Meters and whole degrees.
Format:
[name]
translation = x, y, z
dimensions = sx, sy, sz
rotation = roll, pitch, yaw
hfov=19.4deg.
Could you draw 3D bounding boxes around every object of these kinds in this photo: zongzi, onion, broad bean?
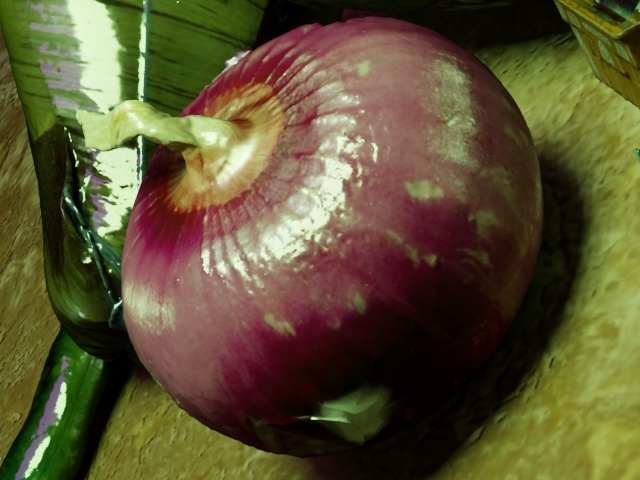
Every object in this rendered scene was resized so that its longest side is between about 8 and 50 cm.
[zongzi]
translation = -0.163, -0.101, 1.138
dimensions = 0.286, 0.300, 0.138
rotation = -66, 5, -18
[onion]
translation = 0.007, 0.007, 0.870
dimensions = 0.207, 0.200, 0.200
rotation = -20, 28, -2
[broad bean]
translation = -0.186, 0.124, 1.191
dimensions = 0.292, 0.049, 0.144
rotation = -61, 25, -11

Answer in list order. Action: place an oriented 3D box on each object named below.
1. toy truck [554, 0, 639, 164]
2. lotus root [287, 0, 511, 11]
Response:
[toy truck]
translation = 0.193, -0.097, 0.738
dimensions = 0.178, 0.115, 0.080
rotation = -31, 26, -2
[lotus root]
translation = 0.046, -0.219, 0.991
dimensions = 0.397, 0.179, 0.196
rotation = 10, 45, 43
